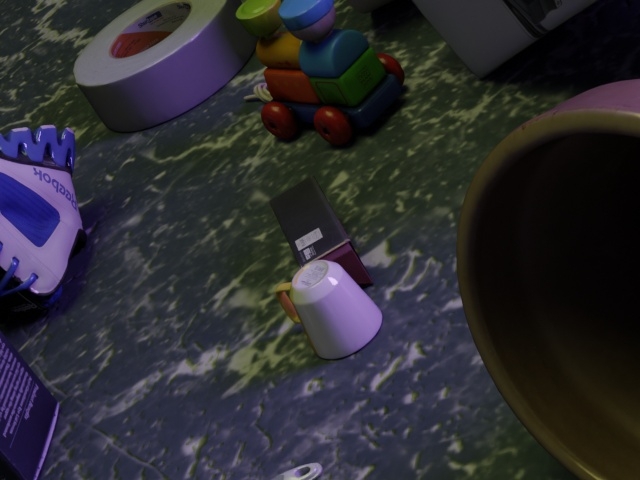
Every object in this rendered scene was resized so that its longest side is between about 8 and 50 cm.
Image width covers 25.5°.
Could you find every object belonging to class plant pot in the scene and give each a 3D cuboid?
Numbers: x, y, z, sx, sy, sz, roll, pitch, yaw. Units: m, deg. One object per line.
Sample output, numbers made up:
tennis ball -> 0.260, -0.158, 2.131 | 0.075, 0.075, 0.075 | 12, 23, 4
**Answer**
plant pot -> 0.247, 0.001, 0.812 | 0.229, 0.263, 0.263 | -33, 26, -35

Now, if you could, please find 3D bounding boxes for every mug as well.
mug -> 0.000, 0.052, 1.115 | 0.078, 0.064, 0.062 | -21, 32, 19

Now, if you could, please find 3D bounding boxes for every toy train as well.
toy train -> -0.041, -0.187, 1.426 | 0.105, 0.143, 0.248 | -46, 33, -24

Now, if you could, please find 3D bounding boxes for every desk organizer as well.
desk organizer -> 0.000, 0.000, 1.206 | 0.047, 0.050, 0.130 | -31, 30, 2

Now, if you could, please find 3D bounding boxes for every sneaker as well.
sneaker -> -0.335, -0.009, 1.369 | 0.127, 0.182, 0.315 | -28, -10, 38

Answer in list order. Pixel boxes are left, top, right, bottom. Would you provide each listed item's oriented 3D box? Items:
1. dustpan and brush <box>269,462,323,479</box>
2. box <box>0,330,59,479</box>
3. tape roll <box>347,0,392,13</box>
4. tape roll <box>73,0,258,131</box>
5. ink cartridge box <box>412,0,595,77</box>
dustpan and brush -> -0.081, 0.209, 0.963 | 0.211, 0.060, 0.147 | -24, 31, 14
box -> -0.344, 0.126, 1.183 | 0.153, 0.207, 0.108 | -20, 32, 18
tape roll -> 0.074, -0.388, 1.518 | 0.169, 0.246, 0.246 | -21, 32, 16
tape roll -> -0.185, -0.225, 1.689 | 0.219, 0.072, 0.219 | -23, 31, 15
ink cartridge box -> 0.246, -0.320, 1.185 | 0.285, 0.166, 0.395 | -40, 4, -15
